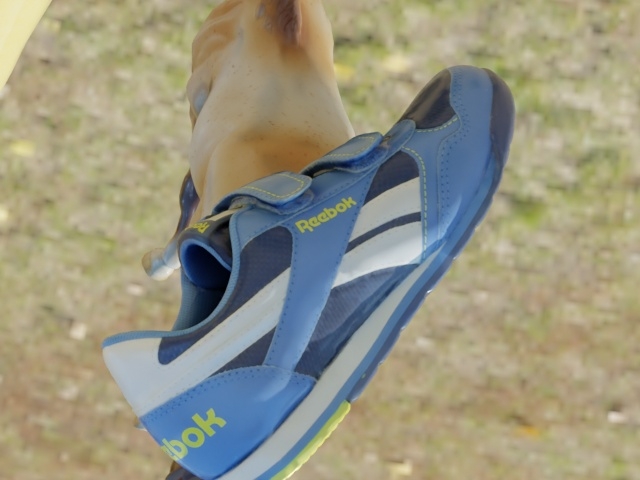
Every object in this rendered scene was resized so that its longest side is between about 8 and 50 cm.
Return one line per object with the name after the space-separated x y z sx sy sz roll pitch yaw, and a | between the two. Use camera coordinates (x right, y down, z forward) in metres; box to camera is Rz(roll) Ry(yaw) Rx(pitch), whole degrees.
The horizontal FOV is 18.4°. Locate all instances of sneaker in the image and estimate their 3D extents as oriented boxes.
0.000 0.000 0.516 0.059 0.144 0.053 39 154 -5 | sneaker

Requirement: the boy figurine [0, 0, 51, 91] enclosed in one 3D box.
-0.116 -0.029 0.377 0.092 0.177 0.285 50 156 15 | boy figurine

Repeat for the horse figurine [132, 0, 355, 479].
-0.027 -0.012 0.686 0.066 0.263 0.174 11 136 -13 | horse figurine
